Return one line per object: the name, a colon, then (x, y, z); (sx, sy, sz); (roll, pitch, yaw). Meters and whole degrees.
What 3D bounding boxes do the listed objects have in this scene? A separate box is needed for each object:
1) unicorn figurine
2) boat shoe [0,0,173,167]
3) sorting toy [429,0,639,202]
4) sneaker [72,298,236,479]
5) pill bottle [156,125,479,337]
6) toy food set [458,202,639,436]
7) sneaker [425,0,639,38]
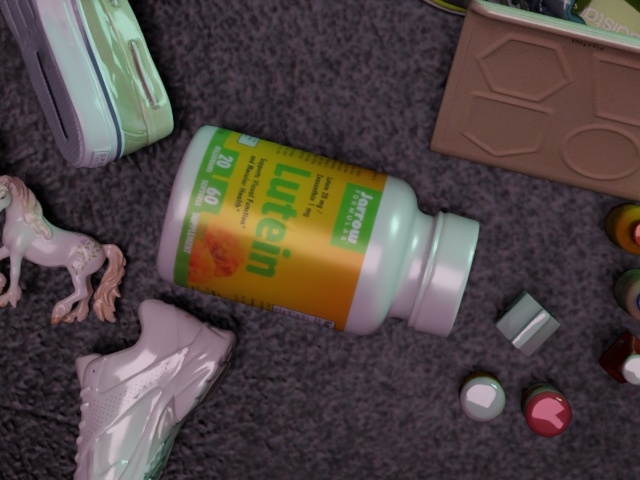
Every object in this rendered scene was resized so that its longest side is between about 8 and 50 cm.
unicorn figurine: (-0.244, 0.008, 1.257); (0.162, 0.060, 0.111); (17, 99, -27)
boat shoe: (-0.213, -0.209, 1.234); (0.094, 0.109, 0.302); (-18, 91, -30)
sorting toy: (0.197, -0.112, 1.169); (0.193, 0.208, 0.038); (14, 60, 2)
sneaker: (-0.175, 0.152, 1.261); (0.115, 0.090, 0.232); (33, 86, 7)
pill bottle: (0.000, 0.000, 1.206); (0.246, 0.136, 0.136); (15, 95, 2)
toy food set: (0.217, 0.081, 1.216); (0.111, 0.104, 0.232); (45, 95, -1)
sneaker: (0.179, -0.216, 1.188); (0.300, 0.121, 0.111); (24, 94, 1)
